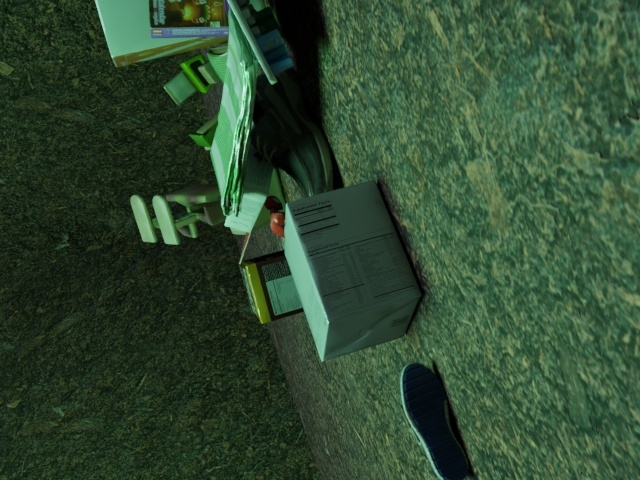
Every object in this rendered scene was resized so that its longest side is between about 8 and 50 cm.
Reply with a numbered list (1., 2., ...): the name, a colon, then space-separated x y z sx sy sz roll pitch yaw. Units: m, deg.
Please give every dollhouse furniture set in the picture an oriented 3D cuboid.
1. dollhouse furniture set: -0.254 -0.345 1.900 0.197 0.151 0.301 53 164 -24
2. dollhouse furniture set: -0.301 -0.169 2.226 0.394 0.362 0.256 5 114 49

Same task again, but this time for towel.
1. towel: -0.167 -0.241 1.471 0.247 0.038 0.324 -109 24 -50

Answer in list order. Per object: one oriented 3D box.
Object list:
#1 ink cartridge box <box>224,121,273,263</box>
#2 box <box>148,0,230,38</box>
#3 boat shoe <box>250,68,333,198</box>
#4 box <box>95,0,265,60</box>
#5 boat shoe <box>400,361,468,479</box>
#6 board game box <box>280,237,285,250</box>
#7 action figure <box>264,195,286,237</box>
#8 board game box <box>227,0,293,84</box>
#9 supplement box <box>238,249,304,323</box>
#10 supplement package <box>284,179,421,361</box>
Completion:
1. ink cartridge box: -0.149 -0.139 1.707 0.261 0.066 0.296 118 165 -51
2. box: -0.255 -0.565 1.613 0.057 0.201 0.293 134 132 -78
3. boat shoe: -0.073 -0.191 1.540 0.132 0.130 0.355 90 162 -52
4. box: -0.316 -0.516 1.754 0.215 0.346 0.168 -150 46 -76
5. boat shoe: 0.160 0.273 1.174 0.066 0.066 0.183 111 143 -75
6. board game box: -0.061 0.077 2.161 0.124 0.039 0.259 104 146 -71
7. action figure: 0.000 0.000 1.611 0.280 0.139 0.091 50 161 10
8. board game box: -0.159 -0.489 1.357 0.389 0.050 0.390 62 -174 -22
9. supplement box: -0.066 0.087 1.741 0.191 0.194 0.129 -175 70 -79
10. supplement package: 0.043 0.051 1.234 0.194 0.149 0.203 97 155 -65
